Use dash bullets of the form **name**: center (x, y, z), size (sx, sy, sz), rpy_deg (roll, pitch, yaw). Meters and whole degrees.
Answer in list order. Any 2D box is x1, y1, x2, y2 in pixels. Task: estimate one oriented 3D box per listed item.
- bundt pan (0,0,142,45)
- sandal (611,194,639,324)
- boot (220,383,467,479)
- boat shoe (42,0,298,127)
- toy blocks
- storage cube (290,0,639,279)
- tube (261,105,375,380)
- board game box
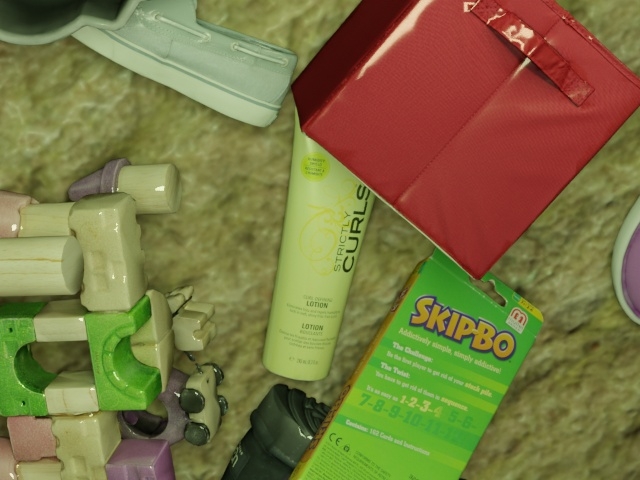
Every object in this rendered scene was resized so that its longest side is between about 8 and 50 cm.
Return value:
- **bundt pan**: center (-0.202, -0.310, 1.149), size (0.331, 0.124, 0.331), rpy_deg (0, 105, 1)
- **sandal**: center (0.436, -0.056, 1.408), size (0.416, 0.102, 0.169), rpy_deg (-34, 115, 7)
- **boot**: center (-0.023, 0.396, 1.513), size (0.367, 0.146, 0.445), rpy_deg (33, 102, -11)
- **boat shoe**: center (-0.121, -0.168, 1.284), size (0.227, 0.079, 0.081), rpy_deg (24, 99, -24)
- **toy blocks**: center (-0.254, 0.088, 1.299), size (0.260, 0.309, 0.288), rpy_deg (-2, 108, 15)
- **storage cube**: center (0.108, -0.117, 1.259), size (0.183, 0.215, 0.193), rpy_deg (40, 99, -13)
- **tube**: center (0.000, 0.000, 1.388), size (0.070, 0.062, 0.240), rpy_deg (-10, 116, -54)
- **board game box**: center (0.087, 0.134, 1.399), size (0.124, 0.039, 0.259), rpy_deg (37, 69, -11)
